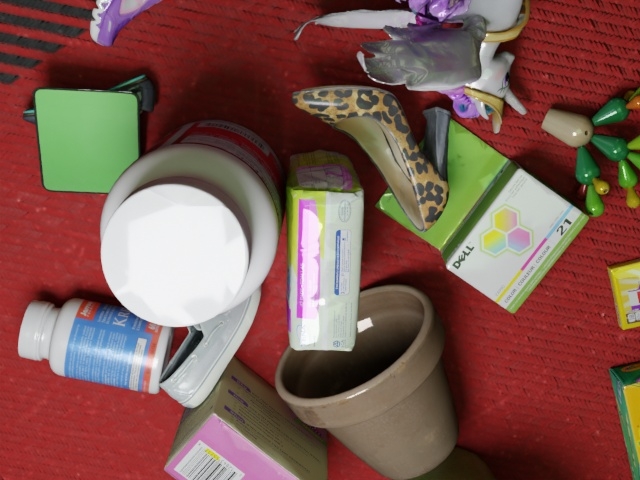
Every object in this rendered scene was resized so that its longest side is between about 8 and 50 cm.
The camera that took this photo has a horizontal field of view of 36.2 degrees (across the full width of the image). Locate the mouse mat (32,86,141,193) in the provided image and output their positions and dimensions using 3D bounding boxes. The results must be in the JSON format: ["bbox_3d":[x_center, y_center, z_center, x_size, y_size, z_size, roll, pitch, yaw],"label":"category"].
[{"bbox_3d":[-0.344,-0.145,1.459,0.153,0.007,0.189,2,129,-7],"label":"mouse mat"}]

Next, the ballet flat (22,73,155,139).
[{"bbox_3d":[-0.341,-0.189,1.464,0.203,0.074,0.074,-16,103,2],"label":"ballet flat"}]

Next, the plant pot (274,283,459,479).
[{"bbox_3d":[0.097,0.234,1.482,0.263,0.263,0.229,-27,113,7],"label":"plant pot"}]

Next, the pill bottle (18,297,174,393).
[{"bbox_3d":[-0.346,0.158,1.520,0.221,0.124,0.124,12,104,-4],"label":"pill bottle"}]

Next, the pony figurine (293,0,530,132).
[{"bbox_3d":[0.178,-0.325,1.328,0.351,0.303,0.363,2,118,-25],"label":"pony figurine"}]

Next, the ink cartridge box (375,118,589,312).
[{"bbox_3d":[0.238,-0.042,1.481,0.255,0.097,0.189,34,102,-8],"label":"ink cartridge box"}]

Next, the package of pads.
[{"bbox_3d":[0.000,0.000,1.390,0.101,0.296,0.229,1,103,-3],"label":"package of pads"}]

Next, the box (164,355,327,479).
[{"bbox_3d":[-0.105,0.318,1.496,0.213,0.243,0.117,39,101,-9],"label":"box"}]

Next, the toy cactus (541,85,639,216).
[{"bbox_3d":[0.423,-0.152,1.465,0.180,0.112,0.219,26,106,13],"label":"toy cactus"}]

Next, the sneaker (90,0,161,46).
[{"bbox_3d":[-0.243,-0.373,1.409,0.104,0.095,0.236,32,101,-15],"label":"sneaker"}]

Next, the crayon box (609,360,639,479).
[{"bbox_3d":[0.580,0.322,1.575,0.165,0.081,0.278,-15,103,4],"label":"crayon box"}]

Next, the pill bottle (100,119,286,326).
[{"bbox_3d":[-0.166,-0.029,1.327,0.229,0.407,0.229,0,104,1],"label":"pill bottle"}]

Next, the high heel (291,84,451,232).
[{"bbox_3d":[0.074,-0.118,1.405,0.261,0.093,0.186,9,80,-23],"label":"high heel"}]

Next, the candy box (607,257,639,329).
[{"bbox_3d":[0.563,0.066,1.541,0.206,0.027,0.105,-15,100,4],"label":"candy box"}]

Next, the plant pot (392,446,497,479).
[{"bbox_3d":[0.204,0.451,1.522,0.276,0.254,0.276,0,104,1],"label":"plant pot"}]

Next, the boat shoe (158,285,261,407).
[{"bbox_3d":[-0.169,0.140,1.494,0.081,0.079,0.227,37,69,-25],"label":"boat shoe"}]
